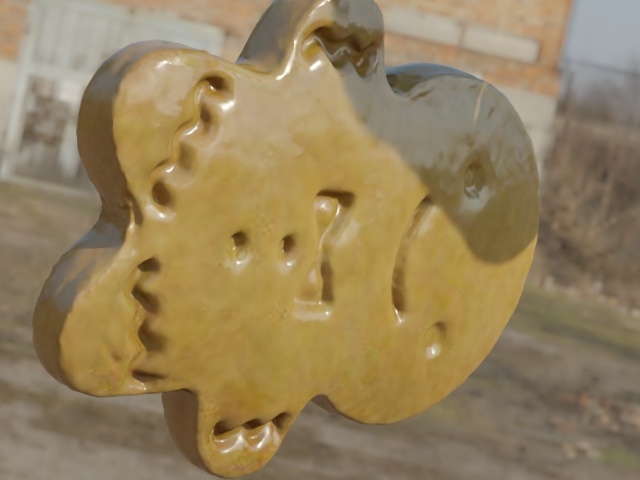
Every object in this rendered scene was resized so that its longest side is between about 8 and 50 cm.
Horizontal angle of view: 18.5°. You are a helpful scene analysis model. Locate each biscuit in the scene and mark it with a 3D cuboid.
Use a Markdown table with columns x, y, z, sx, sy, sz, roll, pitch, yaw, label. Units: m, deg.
| x | y | z | sx | sy | sz | roll | pitch | yaw | label |
| --- | --- | --- | --- | --- | --- | --- | --- | --- | --- |
| 0.002 | 0.001 | 1.077 | 0.355 | 0.275 | 0.052 | 10 | 8 | -46 | biscuit |
